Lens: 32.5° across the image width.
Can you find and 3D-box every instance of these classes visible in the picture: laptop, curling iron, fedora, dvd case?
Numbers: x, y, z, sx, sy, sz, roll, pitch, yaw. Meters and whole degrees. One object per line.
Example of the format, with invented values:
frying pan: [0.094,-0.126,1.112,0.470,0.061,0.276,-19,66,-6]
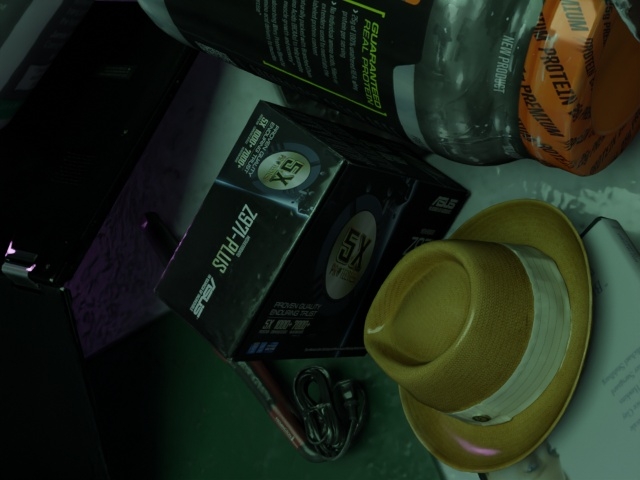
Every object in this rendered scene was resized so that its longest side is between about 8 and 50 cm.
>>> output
laptop: [-0.268,0.015,0.976,0.382,0.236,0.408,10,64,34]
curling iron: [-0.060,0.068,0.862,0.068,0.035,0.274,-45,60,-3]
fedora: [0.087,0.054,0.706,0.194,0.079,0.194,-37,45,49]
dvd case: [0.171,0.135,0.654,0.180,0.022,0.253,-53,42,32]

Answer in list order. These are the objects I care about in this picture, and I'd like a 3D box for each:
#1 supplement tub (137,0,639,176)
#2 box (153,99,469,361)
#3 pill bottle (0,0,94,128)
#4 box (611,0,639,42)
supplement tub: [0.052,-0.177,0.708,0.338,0.207,0.207,28,101,28]
box: [0.000,0.000,0.743,0.077,0.180,0.147,38,105,28]
pill bottle: [-0.220,-0.273,0.795,0.204,0.204,0.361,45,104,24]
box: [0.227,-0.207,0.514,0.167,0.203,0.168,-45,63,47]
